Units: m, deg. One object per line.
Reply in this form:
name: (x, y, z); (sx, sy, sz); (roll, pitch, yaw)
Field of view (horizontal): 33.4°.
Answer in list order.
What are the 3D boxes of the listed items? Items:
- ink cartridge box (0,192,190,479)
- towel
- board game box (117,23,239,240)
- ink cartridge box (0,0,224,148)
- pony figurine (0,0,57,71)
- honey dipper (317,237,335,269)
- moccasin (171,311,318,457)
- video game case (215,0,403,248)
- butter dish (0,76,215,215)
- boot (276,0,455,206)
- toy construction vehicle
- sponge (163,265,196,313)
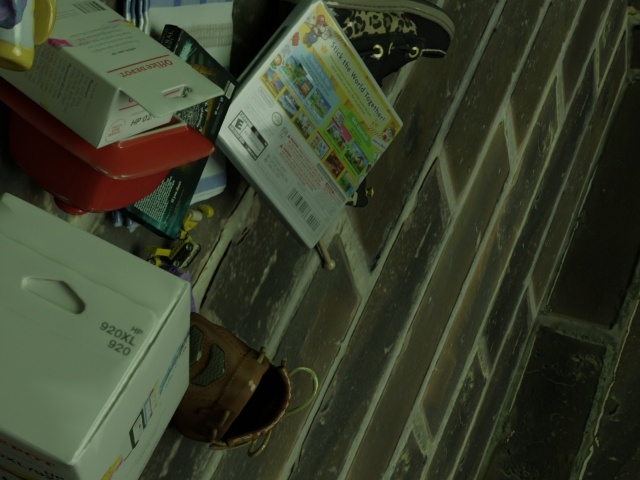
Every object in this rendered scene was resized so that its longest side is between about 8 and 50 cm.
ink cartridge box: (-0.219, 0.110, 0.876); (0.233, 0.171, 0.168); (102, 15, -61)
towel: (-0.148, -0.166, 1.135); (0.209, 0.034, 0.285); (-29, 128, -60)
board game box: (-0.152, -0.106, 1.076); (0.126, 0.026, 0.186); (40, 68, -60)
ink cartridge box: (-0.182, -0.139, 0.878); (0.104, 0.181, 0.062); (-34, 156, -56)
pony figurine: (-0.210, -0.303, 0.691); (0.351, 0.302, 0.364); (162, -58, -80)
honey dipper: (0.000, 0.000, 1.565); (0.161, 0.030, 0.030); (66, 44, -59)
moccasin: (-0.093, 0.180, 1.248); (0.139, 0.147, 0.380); (-59, 169, -19)
video game case: (-0.013, -0.136, 1.248); (0.206, 0.026, 0.227); (-54, 132, -16)
butter dish: (-0.205, -0.075, 0.950); (0.160, 0.160, 0.118); (-29, 152, -58)
boot: (0.048, -0.193, 1.423); (0.377, 0.138, 0.284); (-4, 106, -61)
toy construction vehicle: (-0.163, 0.000, 1.173); (0.098, 0.035, 0.086); (-53, 163, 12)
sponge: (-0.204, 0.134, 1.179); (0.210, 0.031, 0.117); (-52, 148, -45)
